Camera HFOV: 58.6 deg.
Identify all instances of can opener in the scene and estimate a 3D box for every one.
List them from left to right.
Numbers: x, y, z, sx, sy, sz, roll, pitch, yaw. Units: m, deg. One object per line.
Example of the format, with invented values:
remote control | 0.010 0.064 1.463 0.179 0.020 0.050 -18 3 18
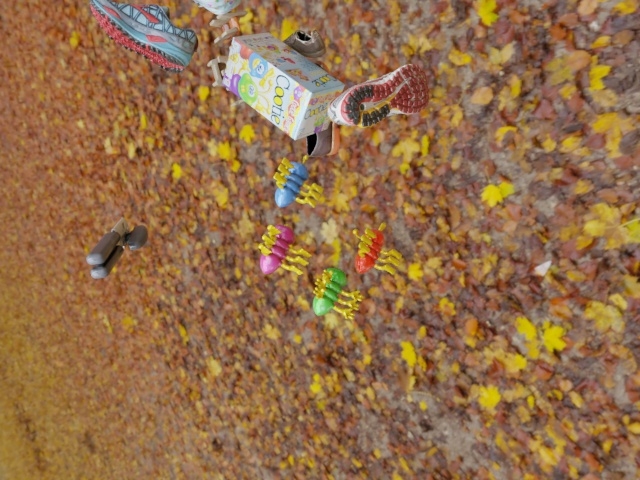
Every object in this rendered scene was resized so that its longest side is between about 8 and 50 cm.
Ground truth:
can opener | -0.527 0.011 1.510 0.283 0.095 0.075 -101 4 -68

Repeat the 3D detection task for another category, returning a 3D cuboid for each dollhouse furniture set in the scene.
dollhouse furniture set | -0.256 -0.568 1.821 0.259 0.135 0.261 5 111 63

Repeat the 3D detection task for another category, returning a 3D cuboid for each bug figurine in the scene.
bug figurine | 0.000 0.000 0.959 0.279 0.216 0.072 40 151 -21

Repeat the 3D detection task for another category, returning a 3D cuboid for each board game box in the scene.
board game box | -0.101 -0.408 1.494 0.275 0.144 0.142 40 131 19

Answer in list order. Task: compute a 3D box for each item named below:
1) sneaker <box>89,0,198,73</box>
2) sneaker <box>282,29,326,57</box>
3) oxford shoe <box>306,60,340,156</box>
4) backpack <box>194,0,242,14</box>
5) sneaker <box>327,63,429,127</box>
sneaker | -0.405 -0.498 1.331 0.262 0.125 0.104 32 162 -4
sneaker | -0.064 -0.550 1.580 0.189 0.066 0.071 13 137 37
oxford shoe | -0.008 -0.370 1.628 0.097 0.099 0.271 20 123 52
backpack | -0.299 -0.715 1.595 0.182 0.152 0.115 42 175 38
sneaker | 0.108 -0.262 1.030 0.093 0.225 0.087 11 117 54
